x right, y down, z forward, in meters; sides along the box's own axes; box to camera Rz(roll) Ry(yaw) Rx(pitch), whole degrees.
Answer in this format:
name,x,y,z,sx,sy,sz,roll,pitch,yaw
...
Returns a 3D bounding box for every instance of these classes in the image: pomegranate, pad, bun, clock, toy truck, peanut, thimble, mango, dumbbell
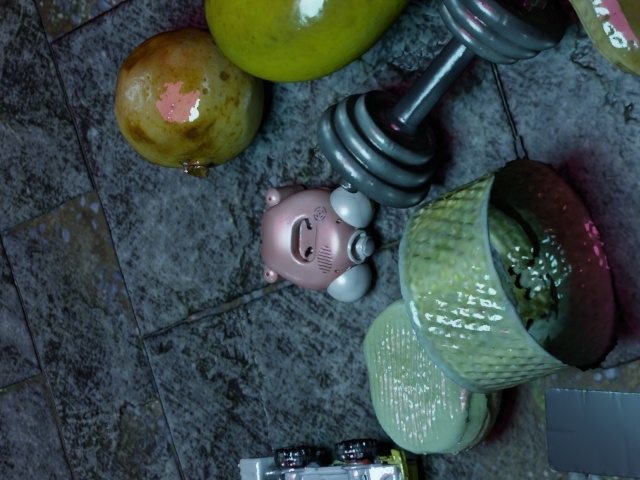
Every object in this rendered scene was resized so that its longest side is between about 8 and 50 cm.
name,x,y,z,sx,sy,sz,roll,pitch,yaw
pomegranate,-0.187,-0.193,2.086,0.215,0.215,0.215,6,101,36
pad,0.359,0.246,1.876,0.157,0.003,0.112,0,97,37
bun,0.157,0.173,1.952,0.221,0.108,0.221,11,106,43
clock,0.000,0.000,2.053,0.162,0.093,0.165,8,101,33
toy truck,0.013,0.352,2.083,0.286,0.111,0.136,-10,81,39
peanut,0.362,-0.282,1.731,0.236,0.120,0.110,56,152,8
thimble,0.229,0.049,1.780,0.150,0.271,0.270,-24,82,38
mango,0.026,-0.379,1.877,0.445,0.221,0.301,-32,46,42
dumbbell,0.148,-0.205,1.856,0.179,0.179,0.406,52,123,19
